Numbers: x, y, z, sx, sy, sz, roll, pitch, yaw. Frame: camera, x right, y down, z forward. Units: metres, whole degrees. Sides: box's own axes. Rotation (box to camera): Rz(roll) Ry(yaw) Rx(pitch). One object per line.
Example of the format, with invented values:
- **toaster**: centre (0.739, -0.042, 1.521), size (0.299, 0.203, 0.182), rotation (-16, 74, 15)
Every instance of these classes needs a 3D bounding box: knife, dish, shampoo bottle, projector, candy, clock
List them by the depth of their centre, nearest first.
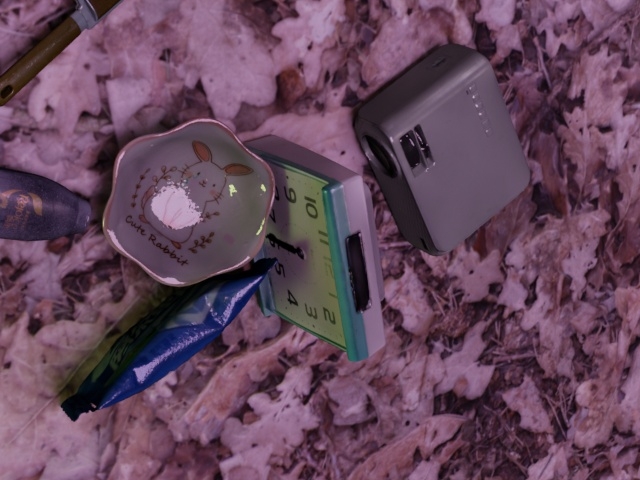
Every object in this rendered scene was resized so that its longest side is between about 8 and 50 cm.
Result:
- **knife**: centre (-0.275, -0.284, 1.598), size (0.343, 0.027, 0.061), rotation (-47, 139, -23)
- **shampoo bottle**: centre (-0.391, -0.046, 1.624), size (0.233, 0.049, 0.087), rotation (11, 103, -37)
- **dish**: centre (-0.175, -0.057, 1.737), size (0.229, 0.081, 0.229), rotation (-5, 111, -12)
- **candy**: centre (-0.201, 0.129, 1.755), size (0.331, 0.187, 0.077), rotation (-40, 99, -16)
- **clock**: centre (0.000, 0.000, 1.803), size (0.116, 0.231, 0.262), rotation (-27, 121, -29)
- **projector**: centre (0.178, -0.130, 1.956), size (0.198, 0.108, 0.250), rotation (-39, 127, -17)
